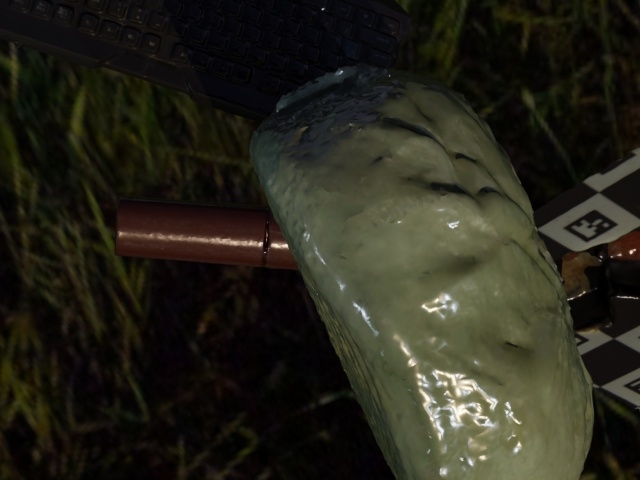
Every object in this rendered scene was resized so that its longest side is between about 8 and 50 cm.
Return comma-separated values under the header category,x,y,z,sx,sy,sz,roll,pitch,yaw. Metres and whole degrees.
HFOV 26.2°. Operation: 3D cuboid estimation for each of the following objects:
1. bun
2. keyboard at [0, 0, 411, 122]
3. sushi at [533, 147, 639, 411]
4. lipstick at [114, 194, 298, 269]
category,x,y,z,sx,sy,sz,roll,pitch,yaw
bun,0.055,0.025,0.611,0.108,0.221,0.221,-24,45,0
keyboard,-0.081,-0.126,0.731,0.262,0.016,0.106,17,68,-10
sushi,0.312,0.008,1.178,0.343,0.359,0.064,-34,44,35
lipstick,0.000,0.000,1.204,0.356,0.057,0.057,4,45,-10
